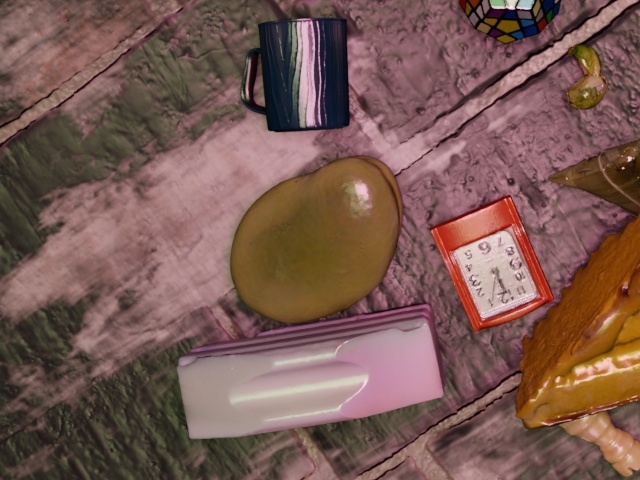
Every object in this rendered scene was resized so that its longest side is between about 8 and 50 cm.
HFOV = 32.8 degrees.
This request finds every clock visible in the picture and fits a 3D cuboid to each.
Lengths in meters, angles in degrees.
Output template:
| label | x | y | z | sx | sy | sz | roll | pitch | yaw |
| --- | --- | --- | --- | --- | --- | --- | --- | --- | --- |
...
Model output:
| label | x | y | z | sx | sy | sz | roll | pitch | yaw |
| --- | --- | --- | --- | --- | --- | --- | --- | --- | --- |
| clock | 0.223 | 0.031 | 1.410 | 0.113 | 0.061 | 0.155 | -23 | 96 | 8 |

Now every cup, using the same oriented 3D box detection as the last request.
| label | x | y | z | sx | sy | sz | roll | pitch | yaw |
| --- | --- | --- | --- | --- | --- | --- | --- | --- | --- |
| cup | -0.027 | -0.211 | 1.403 | 0.113 | 0.150 | 0.138 | -6 | 97 | -27 |

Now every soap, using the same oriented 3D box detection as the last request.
| label | x | y | z | sx | sy | sz | roll | pitch | yaw |
| --- | --- | --- | --- | --- | --- | --- | --- | --- | --- |
| soap | 0.357 | 0.040 | 1.302 | 0.339 | 0.169 | 0.304 | -18 | 113 | 8 |
| soap | -0.010 | 0.167 | 1.381 | 0.324 | 0.193 | 0.109 | -9 | 94 | 8 |

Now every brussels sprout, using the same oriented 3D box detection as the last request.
| label | x | y | z | sx | sy | sz | roll | pitch | yaw |
| --- | --- | --- | --- | --- | --- | --- | --- | --- | --- |
| brussels sprout | 0.338 | -0.208 | 1.378 | 0.051 | 0.046 | 0.083 | 1 | 95 | 0 |

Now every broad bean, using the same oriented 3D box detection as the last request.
| label | x | y | z | sx | sy | sz | roll | pitch | yaw |
| --- | --- | --- | --- | --- | --- | --- | --- | --- | --- |
| broad bean | 0.000 | 0.000 | 1.417 | 0.263 | 0.121 | 0.189 | -38 | 95 | 24 |

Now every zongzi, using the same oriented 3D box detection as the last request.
| label | x | y | z | sx | sy | sz | roll | pitch | yaw |
| --- | --- | --- | --- | --- | --- | --- | --- | --- | --- |
| zongzi | 0.385 | -0.047 | 1.399 | 0.130 | 0.062 | 0.154 | -24 | 114 | 34 |

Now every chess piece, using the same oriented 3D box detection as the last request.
| label | x | y | z | sx | sy | sz | roll | pitch | yaw |
| --- | --- | --- | --- | --- | --- | --- | --- | --- | --- |
| chess piece | 0.366 | 0.251 | 1.411 | 0.122 | 0.066 | 0.066 | 44 | 99 | -3 |

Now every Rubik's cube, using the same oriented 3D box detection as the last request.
| label | x | y | z | sx | sy | sz | roll | pitch | yaw |
| --- | --- | --- | --- | --- | --- | --- | --- | --- | --- |
| Rubik's cube | 0.236 | -0.312 | 1.347 | 0.112 | 0.133 | 0.133 | 29 | 99 | 31 |
